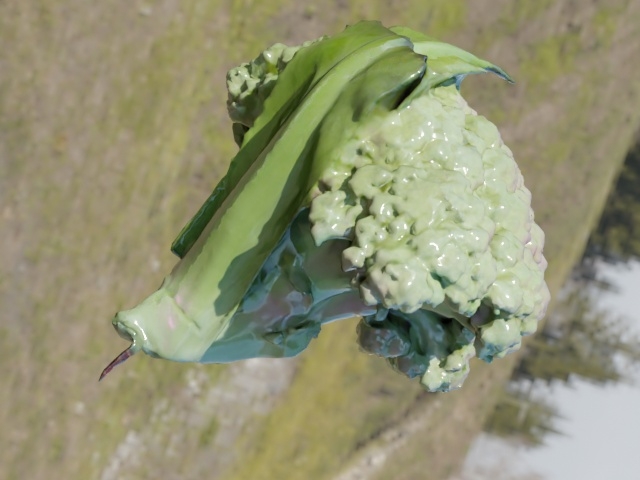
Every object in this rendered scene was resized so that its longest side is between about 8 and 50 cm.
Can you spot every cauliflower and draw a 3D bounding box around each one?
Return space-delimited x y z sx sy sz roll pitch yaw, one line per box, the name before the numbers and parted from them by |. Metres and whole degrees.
cauliflower | 0.000 0.000 1.049 0.315 0.256 0.239 -33 167 3
